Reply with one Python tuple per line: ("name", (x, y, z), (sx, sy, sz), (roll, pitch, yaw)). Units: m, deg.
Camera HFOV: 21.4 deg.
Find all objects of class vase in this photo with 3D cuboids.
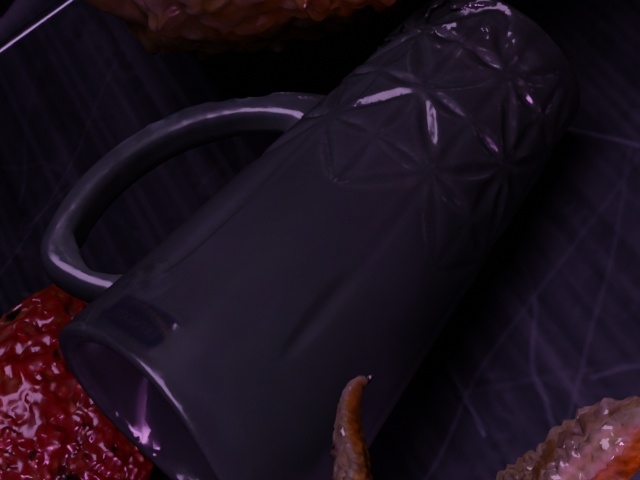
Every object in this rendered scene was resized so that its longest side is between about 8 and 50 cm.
("vase", (0.000, 0.000, 0.864), (0.251, 0.156, 0.301), (32, 68, 21))

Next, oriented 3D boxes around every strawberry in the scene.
("strawberry", (-0.154, 0.092, 0.925), (0.192, 0.085, 0.140), (-42, 43, -8))

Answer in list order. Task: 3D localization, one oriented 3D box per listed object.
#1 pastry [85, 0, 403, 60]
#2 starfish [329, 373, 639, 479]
("pastry", (0.008, -0.263, 0.971), (0.409, 0.245, 0.409), (-35, 14, 10))
("starfish", (0.053, 0.154, 0.593), (0.084, 0.293, 0.302), (9, 67, -8))
